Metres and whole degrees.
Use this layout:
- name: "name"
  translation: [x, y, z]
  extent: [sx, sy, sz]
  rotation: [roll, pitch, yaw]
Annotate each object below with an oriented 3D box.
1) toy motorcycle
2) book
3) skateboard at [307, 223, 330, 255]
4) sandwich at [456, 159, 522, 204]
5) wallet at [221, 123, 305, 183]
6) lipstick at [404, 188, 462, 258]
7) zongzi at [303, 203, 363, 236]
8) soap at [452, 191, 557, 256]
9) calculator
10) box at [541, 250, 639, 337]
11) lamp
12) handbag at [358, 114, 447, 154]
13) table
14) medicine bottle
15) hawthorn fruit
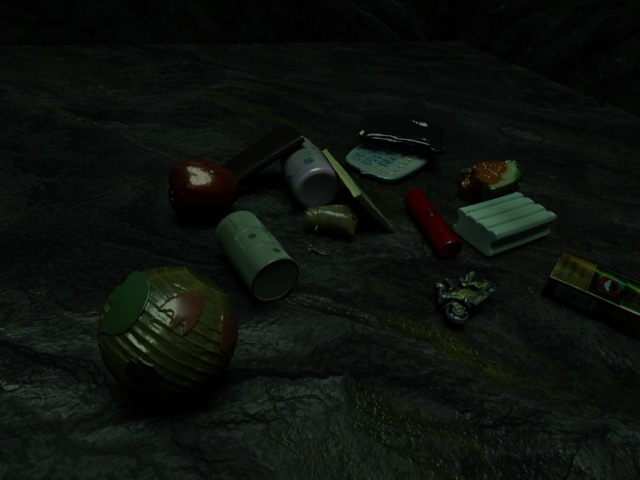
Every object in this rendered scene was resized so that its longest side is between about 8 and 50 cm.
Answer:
- name: "toy motorcycle"
  translation: [0.341, 0.131, 1.153]
  extent: [0.124, 0.061, 0.194]
  rotation: [31, 44, 32]
- name: "book"
  translation: [0.111, -0.157, 1.430]
  extent: [0.026, 0.201, 0.289]
  rotation: [-41, 41, 10]
- name: "skateboard"
  translation: [0.000, 0.000, 1.253]
  extent: [0.064, 0.083, 0.032]
  rotation: [16, 36, 11]
- name: "sandwich"
  translation: [0.578, -0.190, 1.600]
  extent: [0.212, 0.109, 0.292]
  rotation: [7, 30, 15]
- name: "wallet"
  translation: [-0.203, -0.261, 1.489]
  extent: [0.310, 0.042, 0.165]
  rotation: [-35, 34, -5]
- name: "lipstick"
  translation: [0.328, -0.054, 1.395]
  extent: [0.073, 0.073, 0.279]
  rotation: [-4, 38, -15]
- name: "zongzi"
  translation: [0.039, -0.079, 1.382]
  extent: [0.160, 0.078, 0.176]
  rotation: [11, 26, 6]
- name: "soap"
  translation: [0.554, -0.053, 1.416]
  extent: [0.266, 0.087, 0.160]
  rotation: [-16, 42, -28]
- name: "calculator"
  translation: [0.266, -0.316, 1.759]
  extent: [0.256, 0.054, 0.386]
  rotation: [30, 43, 28]
- name: "box"
  translation: [0.715, 0.130, 1.208]
  extent: [0.240, 0.071, 0.159]
  rotation: [26, 38, 24]
- name: "lamp"
  translation: [-0.289, 0.183, 0.846]
  extent: [0.250, 0.250, 0.284]
  rotation: [35, 85, 32]
- name: "handbag"
  translation: [0.314, -0.398, 1.768]
  extent: [0.333, 0.074, 0.191]
  rotation: [14, 39, 9]
- name: "table"
  translation: [-0.158, 0.034, 1.145]
  extent: [0.127, 0.126, 0.220]
  rotation: [-16, 41, -28]
- name: "medicine bottle"
  translation: [-0.044, -0.222, 1.493]
  extent: [0.152, 0.151, 0.254]
  rotation: [-7, 40, -18]
- name: "hawthorn fruit"
  translation: [-0.313, -0.151, 1.334]
  extent: [0.235, 0.181, 0.181]
  rotation: [-8, 39, -21]
